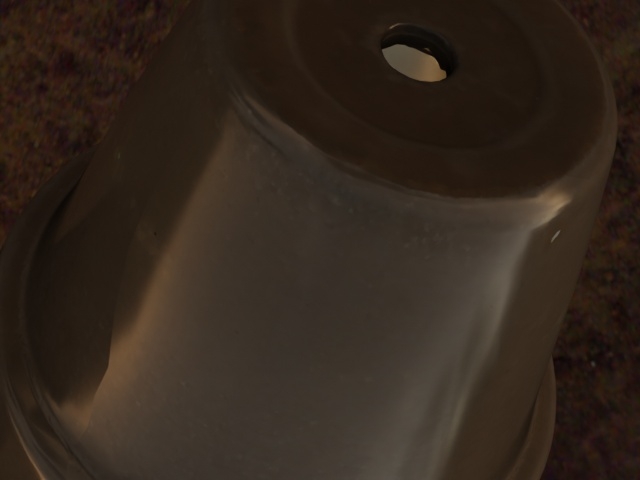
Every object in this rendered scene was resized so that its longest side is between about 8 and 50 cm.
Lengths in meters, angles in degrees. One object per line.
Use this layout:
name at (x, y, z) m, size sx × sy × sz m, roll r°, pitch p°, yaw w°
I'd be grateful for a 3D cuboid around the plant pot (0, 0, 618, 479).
plant pot at (0.000, 0.000, 0.481) m, size 0.263 × 0.263 × 0.229 m, roll 12°, pitch 140°, yaw -10°
